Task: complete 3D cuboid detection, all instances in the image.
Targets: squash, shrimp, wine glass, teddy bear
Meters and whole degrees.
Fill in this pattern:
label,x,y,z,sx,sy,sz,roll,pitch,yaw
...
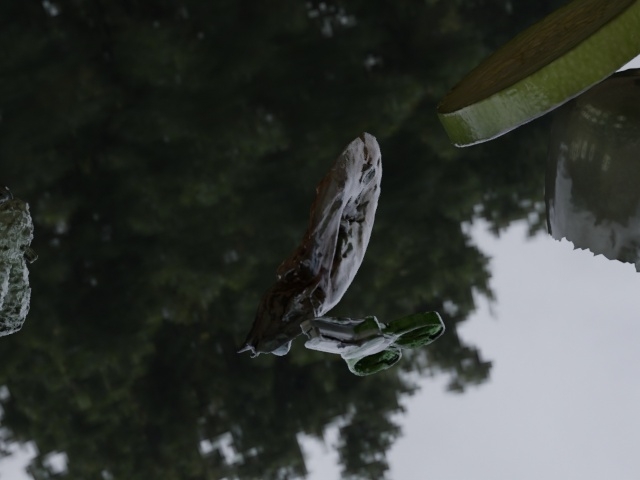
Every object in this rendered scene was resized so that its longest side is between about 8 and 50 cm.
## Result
label,x,y,z,sx,sy,sz,roll,pitch,yaw
squash,0.213,-0.168,1.363,0.252,0.049,0.252,-31,-169,7
shrimp,0.000,0.000,1.451,0.062,0.164,0.317,14,-145,16
wine glass,0.365,-0.128,1.562,0.238,0.322,0.238,14,-169,-3
teddy bear,-0.321,-0.020,1.341,0.111,0.213,0.133,-34,176,2

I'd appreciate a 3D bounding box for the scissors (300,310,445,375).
label,x,y,z,sx,sy,sz,roll,pitch,yaw
scissors,0.036,0.089,1.358,0.101,0.204,0.027,-34,-112,21
